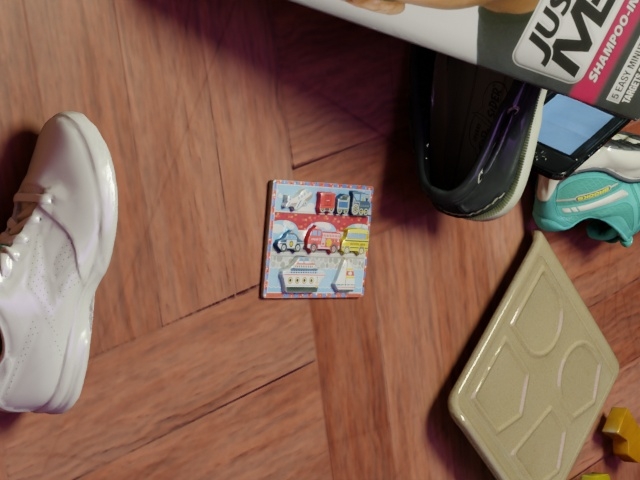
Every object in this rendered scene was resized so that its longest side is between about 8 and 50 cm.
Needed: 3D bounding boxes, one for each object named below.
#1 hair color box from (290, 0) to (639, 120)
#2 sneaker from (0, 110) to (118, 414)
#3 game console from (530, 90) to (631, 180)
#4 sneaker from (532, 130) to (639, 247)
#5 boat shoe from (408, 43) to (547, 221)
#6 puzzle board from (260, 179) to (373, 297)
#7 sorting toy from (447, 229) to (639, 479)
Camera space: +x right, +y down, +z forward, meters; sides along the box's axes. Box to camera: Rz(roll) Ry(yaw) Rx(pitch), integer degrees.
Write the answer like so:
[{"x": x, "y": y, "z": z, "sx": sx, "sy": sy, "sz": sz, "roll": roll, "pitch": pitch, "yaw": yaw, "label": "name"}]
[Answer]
[{"x": 0.118, "y": -0.241, "z": 1.393, "sx": 0.374, "sy": 0.113, "sz": 0.185, "roll": 16, "pitch": 112, "yaw": -26, "label": "hair color box"}, {"x": -0.200, "y": 0.014, "z": 1.243, "sx": 0.094, "sy": 0.080, "sz": 0.212, "roll": 6, "pitch": 91, "yaw": -38, "label": "sneaker"}, {"x": 0.212, "y": -0.139, "z": 1.681, "sx": 0.144, "sy": 0.124, "sz": 0.085, "roll": -39, "pitch": 144, "yaw": -39, "label": "game console"}, {"x": 0.304, "y": -0.050, "z": 1.812, "sx": 0.275, "sy": 0.107, "sz": 0.110, "roll": 5, "pitch": 108, "yaw": -43, "label": "sneaker"}, {"x": 0.136, "y": -0.186, "z": 1.560, "sx": 0.113, "sy": 0.127, "sz": 0.340, "roll": 0, "pitch": 105, "yaw": -61, "label": "boat shoe"}, {"x": 0.000, "y": 0.000, "z": 1.514, "sx": 0.128, "sy": 0.011, "sz": 0.096, "roll": 2, "pitch": 93, "yaw": -49, "label": "puzzle board"}, {"x": 0.226, "y": 0.168, "z": 1.780, "sx": 0.307, "sy": 0.041, "sz": 0.229, "roll": 55, "pitch": 51, "yaw": -38, "label": "sorting toy"}]
